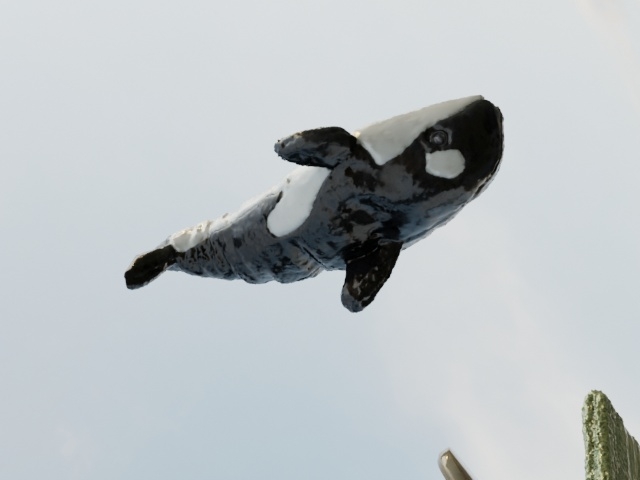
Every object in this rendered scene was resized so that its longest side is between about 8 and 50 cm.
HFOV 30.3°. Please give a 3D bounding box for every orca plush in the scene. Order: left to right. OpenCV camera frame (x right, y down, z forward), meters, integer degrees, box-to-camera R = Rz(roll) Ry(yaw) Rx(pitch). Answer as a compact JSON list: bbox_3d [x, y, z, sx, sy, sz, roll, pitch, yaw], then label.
[{"bbox_3d":[0.000,0.000,0.821,0.151,0.287,0.102,56,-160,-64],"label":"orca plush"}]

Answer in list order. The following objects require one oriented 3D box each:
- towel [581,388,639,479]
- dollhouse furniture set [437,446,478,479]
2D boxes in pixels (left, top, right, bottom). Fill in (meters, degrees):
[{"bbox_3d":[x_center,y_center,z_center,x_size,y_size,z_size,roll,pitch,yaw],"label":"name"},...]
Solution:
[{"bbox_3d":[0.241,0.202,0.954,0.110,0.027,0.148,53,-150,-30],"label":"towel"},{"bbox_3d":[0.002,0.214,0.595,0.161,0.212,0.242,52,-174,-16],"label":"dollhouse furniture set"}]
